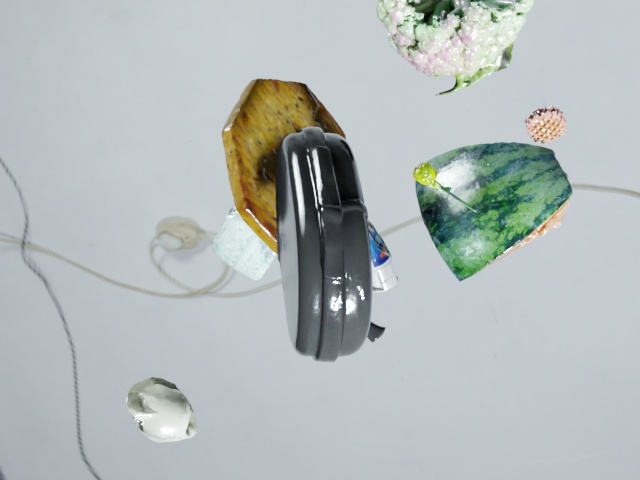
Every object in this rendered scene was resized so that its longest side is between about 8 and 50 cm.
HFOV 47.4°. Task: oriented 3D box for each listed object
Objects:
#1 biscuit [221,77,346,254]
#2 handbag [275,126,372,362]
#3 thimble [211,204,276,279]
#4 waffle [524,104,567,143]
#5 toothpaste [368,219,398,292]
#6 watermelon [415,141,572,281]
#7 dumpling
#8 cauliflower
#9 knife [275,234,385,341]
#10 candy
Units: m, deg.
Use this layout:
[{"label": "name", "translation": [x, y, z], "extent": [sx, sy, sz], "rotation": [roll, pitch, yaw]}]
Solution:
[{"label": "biscuit", "translation": [-0.049, -0.132, 1.356], "extent": [0.046, 0.359, 0.359], "rotation": [-15, 97, 39]}, {"label": "handbag", "translation": [0.001, 0.000, 0.926], "extent": [0.093, 0.308, 0.254], "rotation": [-2, 142, -9]}, {"label": "thimble", "translation": [-0.170, -0.019, 1.844], "extent": [0.172, 0.250, 0.205], "rotation": [35, 76, -4]}, {"label": "waffle", "translation": [0.432, -0.220, 1.394], "extent": [0.075, 0.029, 0.083], "rotation": [-14, 137, 27]}, {"label": "toothpaste", "translation": [0.063, -0.034, 1.235], "extent": [0.061, 0.096, 0.266], "rotation": [-18, 114, 13]}, {"label": "watermelon", "translation": [0.352, -0.091, 1.482], "extent": [0.283, 0.292, 0.250], "rotation": [-26, 88, 16]}, {"label": "dumpling", "translation": [-0.367, 0.390, 1.707], "extent": [0.176, 0.150, 0.092], "rotation": [12, 142, -9]}, {"label": "cauliflower", "translation": [0.217, -0.397, 1.185], "extent": [0.239, 0.256, 0.315], "rotation": [2, 93, 10]}, {"label": "knife", "translation": [0.016, 0.068, 1.149], "extent": [0.230, 0.028, 0.060], "rotation": [40, 92, -1]}, {"label": "candy", "translation": [0.203, -0.084, 1.175], "extent": [0.123, 0.035, 0.035], "rotation": [37, 111, 6]}]
